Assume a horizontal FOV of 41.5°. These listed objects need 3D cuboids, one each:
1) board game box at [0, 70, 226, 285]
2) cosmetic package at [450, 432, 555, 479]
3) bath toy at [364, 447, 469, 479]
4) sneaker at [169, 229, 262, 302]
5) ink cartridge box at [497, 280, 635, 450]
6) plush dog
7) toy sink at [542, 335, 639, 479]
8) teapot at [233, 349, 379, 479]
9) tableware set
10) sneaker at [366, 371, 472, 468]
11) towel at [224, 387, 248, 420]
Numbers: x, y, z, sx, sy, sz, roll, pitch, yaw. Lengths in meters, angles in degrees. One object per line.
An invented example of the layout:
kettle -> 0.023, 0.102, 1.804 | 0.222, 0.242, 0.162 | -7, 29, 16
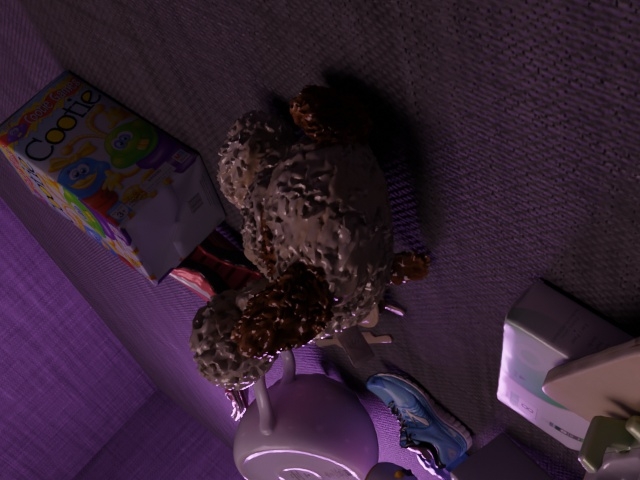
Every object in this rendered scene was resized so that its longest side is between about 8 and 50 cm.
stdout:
board game box -> -0.287, -0.087, 1.145 | 0.275, 0.142, 0.144 | 32, 158, 28
cosmetic package -> 0.300, 0.456, 1.030 | 0.284, 0.097, 0.377 | 37, 152, 45
bath toy -> 0.100, 0.429, 1.158 | 0.151, 0.348, 0.129 | 23, 156, 10
sneaker -> -0.165, 0.044, 1.224 | 0.314, 0.116, 0.136 | 36, 161, 19
ink cartridge box -> 0.256, 0.146, 0.708 | 0.224, 0.056, 0.181 | 35, 160, 26
plush dog -> 0.000, 0.000, 0.712 | 0.210, 0.262, 0.225 | 8, 168, 1
toy sink -> 0.263, 0.193, 0.588 | 0.234, 0.131, 0.153 | 33, 155, -3
teapot -> -0.019, 0.300, 1.386 | 0.252, 0.187, 0.256 | 17, 143, -8
tableware set -> 0.022, 0.065, 1.020 | 0.128, 0.039, 0.194 | 59, 152, -8
sneaker -> 0.122, 0.239, 1.126 | 0.162, 0.073, 0.063 | 39, 160, 13
towel -> -0.140, 0.184, 1.403 | 0.029, 0.197, 0.144 | -2, 150, 0
